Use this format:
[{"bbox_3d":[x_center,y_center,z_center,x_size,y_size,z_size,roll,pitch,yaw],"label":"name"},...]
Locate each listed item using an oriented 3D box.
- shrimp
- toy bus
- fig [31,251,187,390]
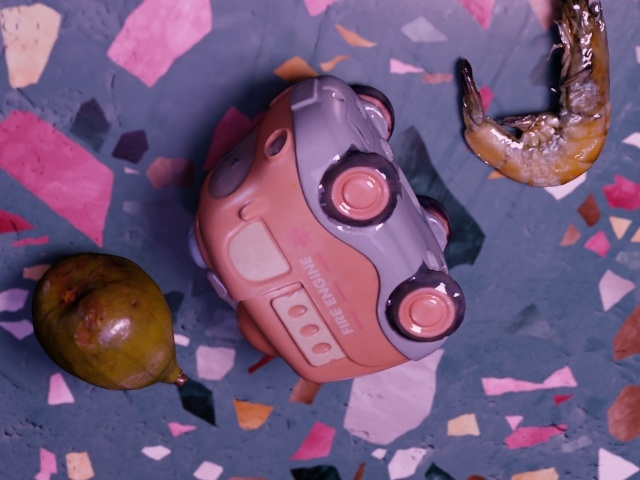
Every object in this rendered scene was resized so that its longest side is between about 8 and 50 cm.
[{"bbox_3d":[0.211,-0.151,1.514,0.150,0.051,0.217,-1,115,0],"label":"shrimp"},{"bbox_3d":[0.000,0.000,1.476,0.232,0.194,0.288,-26,114,16],"label":"toy bus"},{"bbox_3d":[-0.190,0.079,1.522,0.185,0.133,0.127,8,97,-51],"label":"fig"}]
